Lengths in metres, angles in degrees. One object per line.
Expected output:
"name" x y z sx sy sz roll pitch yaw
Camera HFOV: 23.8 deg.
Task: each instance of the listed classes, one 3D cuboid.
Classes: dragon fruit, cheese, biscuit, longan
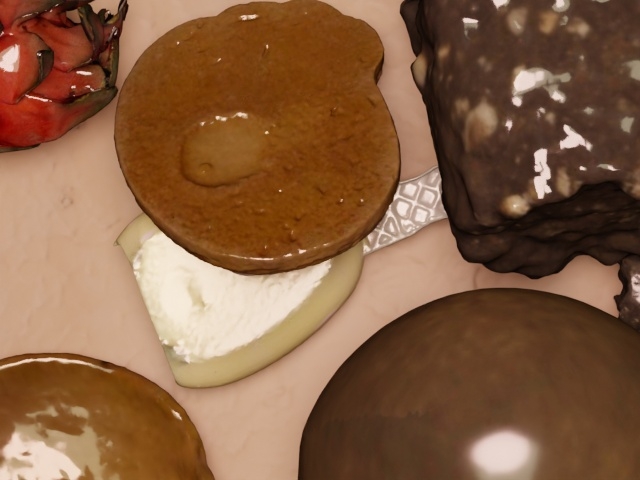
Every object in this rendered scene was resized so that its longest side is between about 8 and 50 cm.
"dragon fruit" -0.196 -0.118 0.979 0.142 0.121 0.130 1 65 17
"cheese" 0.000 0.000 0.991 0.251 0.054 0.127 -23 87 0
"biscuit" -0.038 -0.062 0.964 0.181 0.049 0.208 -9 57 -4
"longan" 0.116 0.138 0.894 0.246 0.246 0.215 26 72 5

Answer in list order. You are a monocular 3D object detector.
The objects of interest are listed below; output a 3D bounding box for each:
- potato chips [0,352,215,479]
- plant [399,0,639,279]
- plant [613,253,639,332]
"potato chips" -0.173 0.168 0.972 0.208 0.062 0.195 -21 67 -11
"plant" 0.147 -0.126 0.910 0.199 0.188 0.276 -6 68 5
"plant" 0.258 0.029 0.958 0.143 0.092 0.094 4 77 10
